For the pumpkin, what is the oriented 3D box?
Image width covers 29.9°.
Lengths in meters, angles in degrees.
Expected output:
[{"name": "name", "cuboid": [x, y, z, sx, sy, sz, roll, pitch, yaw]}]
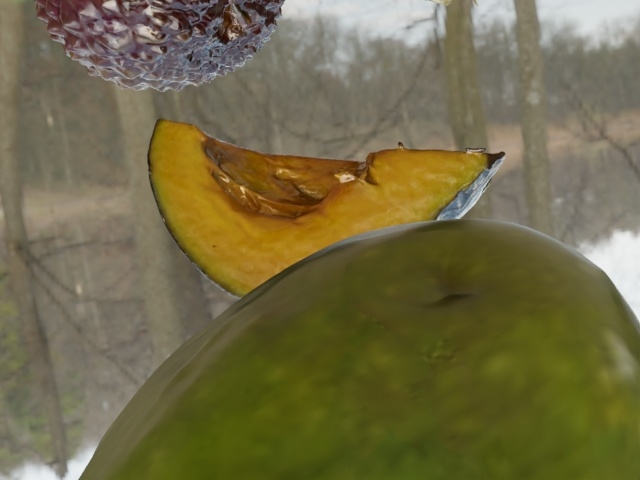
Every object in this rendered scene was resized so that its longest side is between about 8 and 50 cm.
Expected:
[{"name": "pumpkin", "cuboid": [0.000, 0.000, 0.889, 0.254, 0.149, 0.130, 5, 162, 2]}]

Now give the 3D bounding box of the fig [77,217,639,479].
[{"name": "fig", "cuboid": [-0.023, 0.130, 0.386, 0.314, 0.233, 0.233, -20, -178, -1]}]

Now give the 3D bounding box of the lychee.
[{"name": "lychee", "cuboid": [-0.161, -0.266, 1.069, 0.271, 0.271, 0.271, -11, -178, 0]}]

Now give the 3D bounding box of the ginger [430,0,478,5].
[{"name": "ginger", "cuboid": [0.044, -0.350, 0.909, 0.166, 0.375, 0.236, 15, 169, -34]}]
